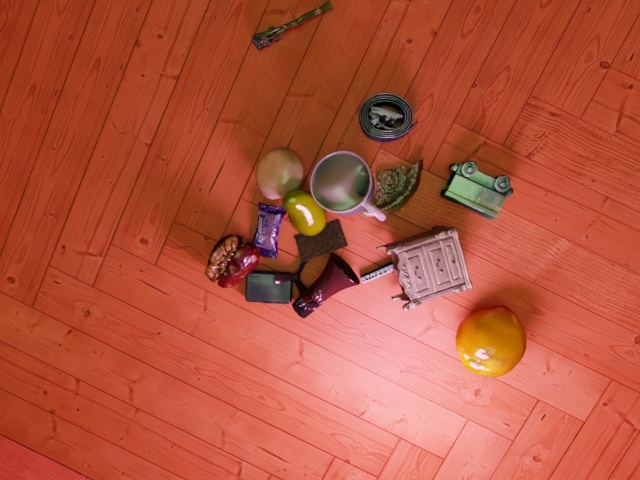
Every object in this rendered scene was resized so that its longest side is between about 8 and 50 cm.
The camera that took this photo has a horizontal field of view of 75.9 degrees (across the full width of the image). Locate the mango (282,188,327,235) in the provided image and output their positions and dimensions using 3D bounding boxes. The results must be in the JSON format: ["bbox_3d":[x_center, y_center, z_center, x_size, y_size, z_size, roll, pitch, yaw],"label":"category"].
[{"bbox_3d":[-0.071,-0.130,1.854,0.175,0.293,0.143,-32,53,5],"label":"mango"}]

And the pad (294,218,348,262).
[{"bbox_3d":[0.000,0.000,1.947,0.235,0.003,0.158,-21,61,5],"label":"pad"}]

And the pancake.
[{"bbox_3d":[0.337,-0.245,1.914,0.197,0.054,0.376,42,96,-1],"label":"pancake"}]

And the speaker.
[{"bbox_3d":[0.012,0.243,1.889,0.198,0.259,0.329,43,97,-15],"label":"speaker"}]

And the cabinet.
[{"bbox_3d":[0.454,0.115,1.836,0.318,0.227,0.289,-17,96,-5],"label":"cabinet"}]

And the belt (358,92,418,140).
[{"bbox_3d":[0.305,-0.551,1.846,0.268,0.116,0.206,6,93,6],"label":"belt"}]

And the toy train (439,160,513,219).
[{"bbox_3d":[0.704,-0.235,1.858,0.301,0.120,0.202,25,100,1],"label":"toy train"}]

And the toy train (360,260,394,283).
[{"bbox_3d":[0.290,0.147,1.969,0.208,0.043,0.047,-25,94,6],"label":"toy train"}]

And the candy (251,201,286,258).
[{"bbox_3d":[-0.250,-0.051,1.968,0.145,0.070,0.275,16,107,9],"label":"candy"}]

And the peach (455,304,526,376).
[{"bbox_3d":[0.779,0.456,1.870,0.289,0.289,0.308,45,59,-2],"label":"peach"}]

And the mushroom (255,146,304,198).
[{"bbox_3d":[-0.173,-0.296,1.879,0.246,0.202,0.246,-17,61,34],"label":"mushroom"}]

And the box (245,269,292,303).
[{"bbox_3d":[-0.252,0.228,2.011,0.231,0.050,0.160,3,97,3],"label":"box"}]

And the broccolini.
[{"bbox_3d":[-0.132,-0.985,1.861,0.392,0.079,0.073,-27,84,-1],"label":"broccolini"}]

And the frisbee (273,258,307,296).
[{"bbox_3d":[-0.116,0.162,1.980,0.211,0.012,0.187,28,84,-30],"label":"frisbee"}]

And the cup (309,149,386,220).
[{"bbox_3d":[0.148,-0.207,1.796,0.357,0.274,0.259,41,98,9],"label":"cup"}]

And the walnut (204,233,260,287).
[{"bbox_3d":[-0.423,0.100,1.906,0.222,0.244,0.269,36,100,16],"label":"walnut"}]
